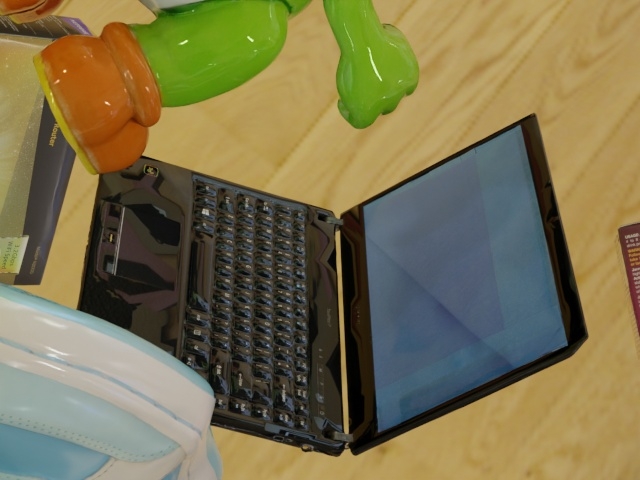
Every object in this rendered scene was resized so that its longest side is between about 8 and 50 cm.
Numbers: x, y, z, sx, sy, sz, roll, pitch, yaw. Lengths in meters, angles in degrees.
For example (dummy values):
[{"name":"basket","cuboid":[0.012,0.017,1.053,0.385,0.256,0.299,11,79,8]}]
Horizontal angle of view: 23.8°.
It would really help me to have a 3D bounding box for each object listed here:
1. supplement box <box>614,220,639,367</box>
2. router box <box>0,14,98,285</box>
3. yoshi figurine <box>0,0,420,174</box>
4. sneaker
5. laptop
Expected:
[{"name":"supplement box","cuboid":[0.181,0.032,0.784,0.043,0.055,0.083,-11,83,8]},{"name":"router box","cuboid":[-0.389,-0.098,1.637,0.243,0.081,0.309,0,120,-37]},{"name":"yoshi figurine","cuboid":[-0.002,-0.185,0.854,0.362,0.203,0.203,-28,128,0]},{"name":"sneaker","cuboid":[-0.132,0.147,0.656,0.127,0.319,0.208,18,71,14]},{"name":"laptop","cuboid":[0.000,0.000,0.926,0.264,0.234,0.136,16,125,-13]}]
